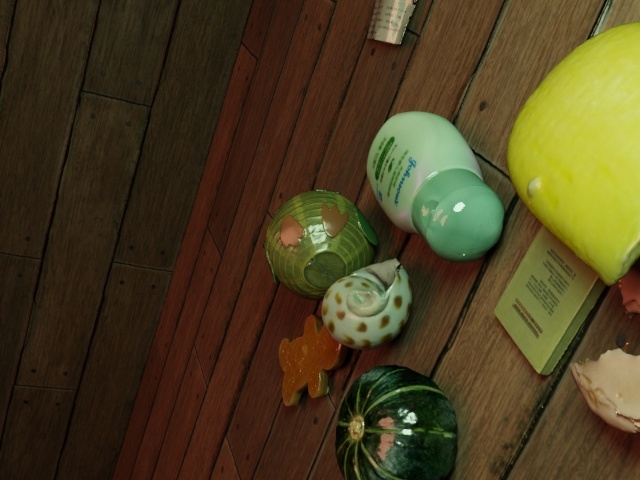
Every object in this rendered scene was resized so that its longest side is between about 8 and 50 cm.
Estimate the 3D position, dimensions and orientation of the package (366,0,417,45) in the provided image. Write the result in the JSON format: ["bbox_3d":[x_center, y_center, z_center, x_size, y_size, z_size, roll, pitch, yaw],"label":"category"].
[{"bbox_3d":[0.163,-0.565,1.805,0.251,0.062,0.204,-135,60,-66],"label":"package"}]

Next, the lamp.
[{"bbox_3d":[0.000,0.000,1.730,0.284,0.250,0.250,-98,27,-64],"label":"lamp"}]

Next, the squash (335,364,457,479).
[{"bbox_3d":[0.130,0.352,1.392,0.252,0.165,0.252,-41,41,51],"label":"squash"}]

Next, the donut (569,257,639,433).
[{"bbox_3d":[0.417,0.129,0.954,0.199,0.085,0.233,46,122,61],"label":"donut"}]

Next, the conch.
[{"bbox_3d":[0.093,0.139,1.573,0.149,0.182,0.275,60,161,-13],"label":"conch"}]

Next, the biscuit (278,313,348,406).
[{"bbox_3d":[-0.013,0.286,1.864,0.324,0.049,0.205,-48,40,50],"label":"biscuit"}]

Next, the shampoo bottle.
[{"bbox_3d":[0.210,-0.091,1.408,0.222,0.151,0.349,-66,29,24],"label":"shampoo bottle"}]

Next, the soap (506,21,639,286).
[{"bbox_3d":[0.394,-0.134,1.017,0.306,0.115,0.427,-52,26,23],"label":"soap"}]

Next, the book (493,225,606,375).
[{"bbox_3d":[0.356,0.068,1.179,0.231,0.026,0.161,-67,27,26],"label":"book"}]
